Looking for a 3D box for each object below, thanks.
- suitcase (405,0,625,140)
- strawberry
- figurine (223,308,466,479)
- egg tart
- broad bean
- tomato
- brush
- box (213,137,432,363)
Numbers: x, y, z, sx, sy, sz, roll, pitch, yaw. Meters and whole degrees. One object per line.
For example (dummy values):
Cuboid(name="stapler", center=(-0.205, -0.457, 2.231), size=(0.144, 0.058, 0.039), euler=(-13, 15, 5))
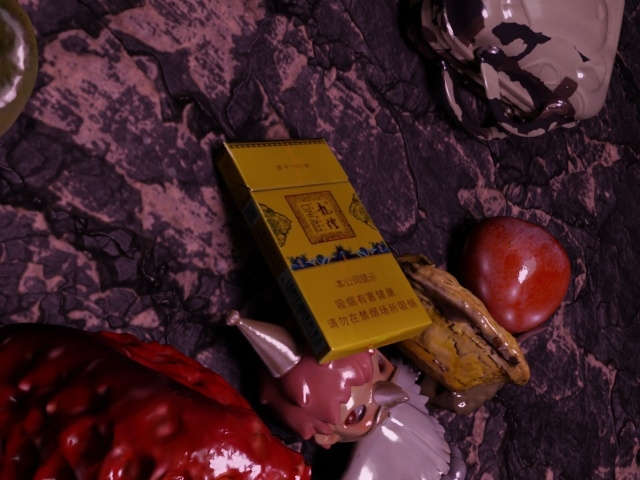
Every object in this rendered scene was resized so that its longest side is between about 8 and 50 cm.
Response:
Cuboid(name="suitcase", center=(0.294, -0.310, 1.242), size=(0.351, 0.194, 0.339), euler=(26, 72, -35))
Cuboid(name="strawberry", center=(-0.164, 0.214, 0.708), size=(0.295, 0.345, 0.318), euler=(-46, 115, -35))
Cuboid(name="figurine", center=(0.036, 0.181, 0.998), size=(0.387, 0.166, 0.207), euler=(50, 53, -27))
Cuboid(name="egg tart", center=(0.153, 0.115, 1.069), size=(0.106, 0.241, 0.241), euler=(-47, 117, -9))
Cuboid(name="broad bean", center=(-0.353, -0.145, 0.771), size=(0.206, 0.072, 0.153), euler=(-38, 108, -23))
Cuboid(name="tomato", center=(0.275, 0.040, 1.215), size=(0.167, 0.167, 0.167), euler=(4, 83, -40))
Cuboid(name="brush", center=(0.251, 0.173, 1.247), size=(0.301, 0.084, 0.071), euler=(-22, 104, -45))
Cuboid(name="box", center=(0.000, 0.001, 0.979), size=(0.153, 0.041, 0.279), euler=(-10, 61, -39))
